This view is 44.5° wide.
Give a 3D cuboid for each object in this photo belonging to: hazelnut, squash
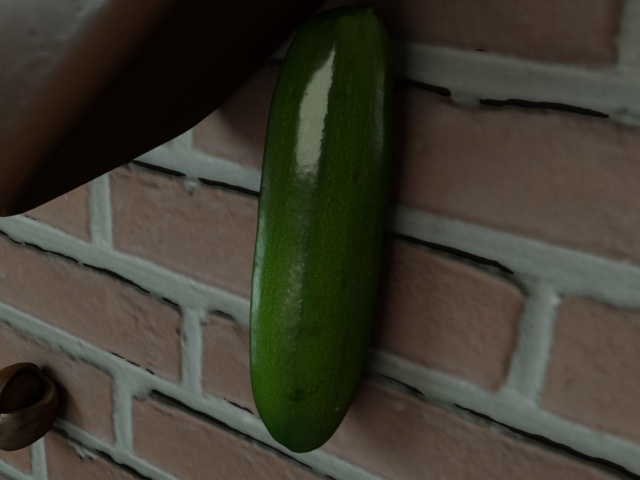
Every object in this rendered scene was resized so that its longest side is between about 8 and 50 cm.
[{"bbox_3d":[-0.292,0.160,0.751,0.086,0.086,0.086,12,112,31],"label":"hazelnut"},{"bbox_3d":[0.000,0.000,0.493,0.082,0.082,0.293,18,113,29],"label":"squash"}]

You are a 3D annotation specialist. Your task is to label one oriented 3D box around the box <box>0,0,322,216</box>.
[{"bbox_3d":[-0.100,-0.203,0.382,0.339,0.239,0.229,-38,92,35],"label":"box"}]
